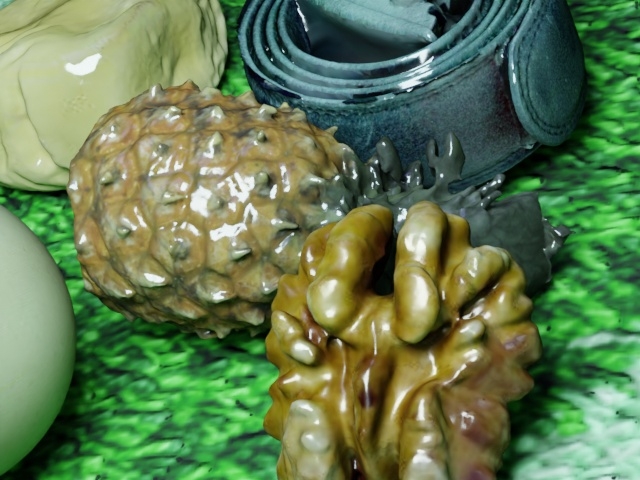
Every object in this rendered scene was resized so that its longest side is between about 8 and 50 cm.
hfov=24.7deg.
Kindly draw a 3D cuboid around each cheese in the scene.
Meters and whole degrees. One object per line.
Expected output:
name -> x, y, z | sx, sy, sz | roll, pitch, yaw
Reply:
cheese -> -0.185, -0.132, 1.110 | 0.214, 0.117, 0.226 | -3, 36, 30

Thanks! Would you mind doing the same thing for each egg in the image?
egg -> -0.253, 0.053, 0.848 | 0.253, 0.189, 0.188 | 11, 49, 41

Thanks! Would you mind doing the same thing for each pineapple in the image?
pineapple -> 0.000, 0.000, 0.845 | 0.278, 0.158, 0.158 | 13, 48, 20

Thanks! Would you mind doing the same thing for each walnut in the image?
walnut -> 0.035, 0.063, 0.728 | 0.143, 0.069, 0.170 | 0, 82, 20

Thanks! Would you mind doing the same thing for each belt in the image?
belt -> 0.064, -0.118, 0.958 | 0.206, 0.116, 0.267 | -33, 36, -9
